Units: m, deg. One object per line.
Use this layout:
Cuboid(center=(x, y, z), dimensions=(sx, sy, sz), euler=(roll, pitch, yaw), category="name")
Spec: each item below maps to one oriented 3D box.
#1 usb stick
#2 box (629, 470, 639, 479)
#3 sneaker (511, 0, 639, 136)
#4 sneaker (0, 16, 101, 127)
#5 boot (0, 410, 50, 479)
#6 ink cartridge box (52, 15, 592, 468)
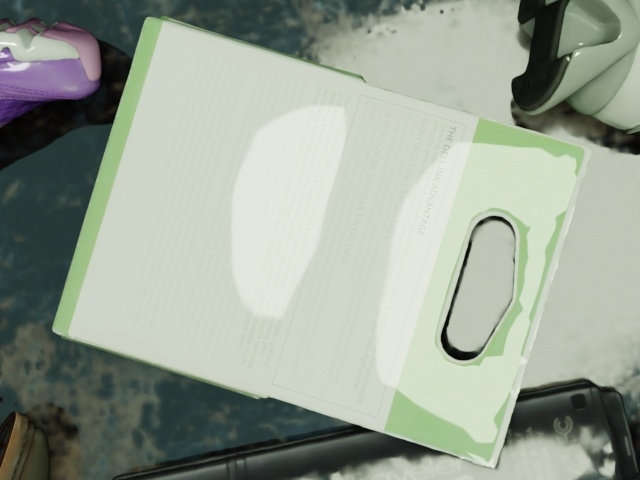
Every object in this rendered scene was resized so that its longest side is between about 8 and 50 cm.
Cuboid(center=(0.022, 0.133, 0.964), dimensions=(0.278, 0.045, 0.077), euler=(-12, 80, 5), category="usb stick")
Cuboid(center=(0.420, 0.071, 0.668), dimensions=(0.472, 0.480, 0.297), euler=(-42, 96, -3), category="box")
Cuboid(center=(0.195, -0.208, 0.928), dimensions=(0.146, 0.122, 0.331), euler=(11, 89, -12), category="sneaker")
Cuboid(center=(-0.221, -0.053, 0.972), dimensions=(0.236, 0.095, 0.105), euler=(-10, 95, 10), category="sneaker")
Cuboid(center=(-0.143, 0.203, 0.977), dimensions=(0.106, 0.082, 0.219), euler=(13, 86, -16), category="boot")
Cuboid(center=(0.000, 0.000, 0.960), dimensions=(0.235, 0.056, 0.171), euler=(17, 89, 6), category="ink cartridge box")
